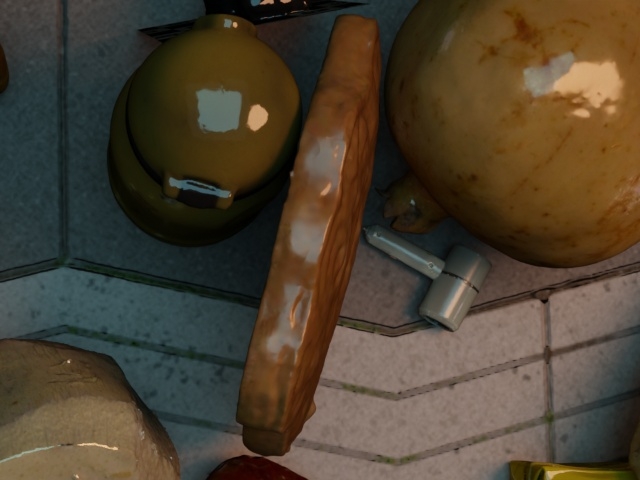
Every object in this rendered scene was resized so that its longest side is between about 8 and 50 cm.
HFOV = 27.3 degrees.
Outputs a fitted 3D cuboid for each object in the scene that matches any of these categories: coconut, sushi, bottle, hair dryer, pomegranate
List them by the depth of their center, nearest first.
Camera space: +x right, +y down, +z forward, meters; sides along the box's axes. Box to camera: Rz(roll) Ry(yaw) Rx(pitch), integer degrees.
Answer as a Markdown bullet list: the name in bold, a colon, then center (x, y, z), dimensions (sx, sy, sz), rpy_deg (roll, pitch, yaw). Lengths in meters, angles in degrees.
- **coconut**: center (-0.265, 0.225, 1.152), dimensions (0.297, 0.254, 0.297), rpy_deg (-7, 110, -20)
- **bottle**: center (-0.100, -0.092, 1.165), dimensions (0.172, 0.351, 0.171), rpy_deg (1, 85, -11)
- **sushi**: center (-0.077, -0.235, 1.252), dimensions (0.192, 0.215, 0.050), rpy_deg (-13, 104, -13)
- **pomegranate**: center (0.200, -0.121, 1.257), dimensions (0.343, 0.342, 0.342), rpy_deg (1, 85, -11)
- **hair dryer**: center (0.099, 0.027, 1.356), dimensions (0.137, 0.047, 0.082), rpy_deg (31, 80, -2)

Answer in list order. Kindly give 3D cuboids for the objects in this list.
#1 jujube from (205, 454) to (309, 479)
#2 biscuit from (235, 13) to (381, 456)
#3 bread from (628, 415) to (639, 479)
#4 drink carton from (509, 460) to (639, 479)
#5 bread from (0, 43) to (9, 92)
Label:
- **jujube**: center (-0.039, 0.281, 1.276), dimensions (0.176, 0.109, 0.112), rpy_deg (35, 43, 2)
- **biscuit**: center (0.002, 0.001, 1.174), dimensions (0.062, 0.365, 0.385), rpy_deg (13, 76, 3)
- **bread**: center (0.494, 0.169, 1.320), dimensions (0.324, 0.143, 0.333), rpy_deg (34, 55, -7)
- **drink carton**: center (0.271, 0.398, 1.319), dimensions (0.155, 0.111, 0.351), rpy_deg (3, 84, -12)
- **bread**: center (-0.347, -0.203, 1.206), dimensions (0.077, 0.200, 0.116), rpy_deg (-31, 79, -11)
